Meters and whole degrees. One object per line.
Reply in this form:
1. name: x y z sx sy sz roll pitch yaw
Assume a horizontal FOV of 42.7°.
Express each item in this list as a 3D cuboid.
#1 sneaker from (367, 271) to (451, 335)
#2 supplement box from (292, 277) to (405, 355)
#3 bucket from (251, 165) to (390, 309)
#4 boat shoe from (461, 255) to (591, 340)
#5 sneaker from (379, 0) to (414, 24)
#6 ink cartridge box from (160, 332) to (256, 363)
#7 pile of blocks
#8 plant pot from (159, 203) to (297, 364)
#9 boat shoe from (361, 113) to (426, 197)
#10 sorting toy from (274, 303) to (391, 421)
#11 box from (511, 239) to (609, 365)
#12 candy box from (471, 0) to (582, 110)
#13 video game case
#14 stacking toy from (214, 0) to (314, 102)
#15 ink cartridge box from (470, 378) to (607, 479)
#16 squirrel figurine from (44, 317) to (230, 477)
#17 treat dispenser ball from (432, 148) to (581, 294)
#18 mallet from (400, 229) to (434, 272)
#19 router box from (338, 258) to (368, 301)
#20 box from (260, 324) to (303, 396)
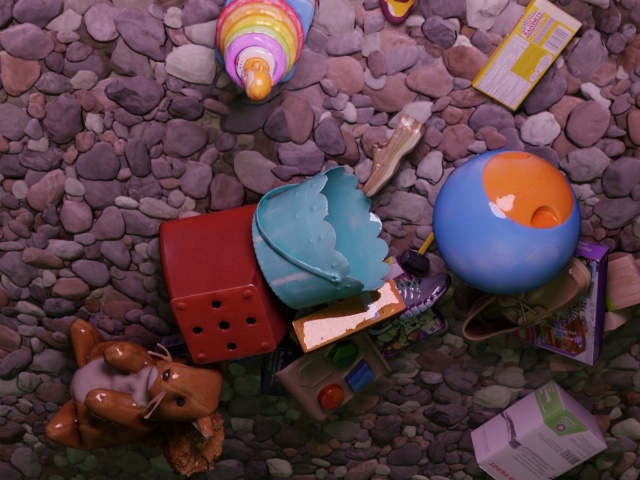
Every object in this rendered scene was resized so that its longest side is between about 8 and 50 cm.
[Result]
1. sneaker: 0.177 0.120 1.803 0.223 0.083 0.098 -34 107 12
2. supplement box: 0.058 0.164 1.733 0.233 0.080 0.078 -25 168 -7
3. bucket: 0.000 0.000 1.655 0.183 0.281 0.281 -21 122 22
4. boat shoe: 0.438 0.138 1.763 0.122 0.110 0.341 50 142 2
5. sneaker: 0.143 -0.467 1.452 0.069 0.084 0.186 1 123 -2
6. ink cartridge box: -0.265 0.255 1.951 0.207 0.046 0.097 -15 124 8
7. pile of blocks: 0.640 0.158 1.886 0.112 0.149 0.362 -19 148 -41
8. plant pot: -0.196 0.110 1.743 0.267 0.236 0.267 -10 124 6
9. boat shoe: 0.133 -0.175 1.668 0.072 0.068 0.190 34 108 -8
10. sorting toy: 0.016 0.278 1.859 0.229 0.041 0.307 -33 129 -1
11. box: 0.522 0.120 1.804 0.200 0.057 0.293 19 133 35
12. candy box: 0.392 -0.356 1.566 0.105 0.027 0.206 28 119 -15
13. video game case: 0.145 0.166 1.901 0.210 0.042 0.232 -29 120 16
14. stacking toy: -0.108 -0.317 1.417 0.165 0.302 0.175 15 123 -11
15. ink cartridge box: 0.554 0.511 2.097 0.273 0.115 0.198 -39 116 22
16. squirrel figurine: -0.356 0.362 1.860 0.370 0.281 0.397 -10 141 25
17. treat dispenser ball: 0.366 -0.036 1.623 0.288 0.288 0.288 -1 124 -1
18. mallet: 0.238 -0.014 1.791 0.062 0.039 0.190 17 118 -16
19. router box: 0.065 0.066 1.785 0.092 0.122 0.038 -28 127 17
20. box: -0.057 0.288 1.951 0.158 0.093 0.156 6 123 -6
